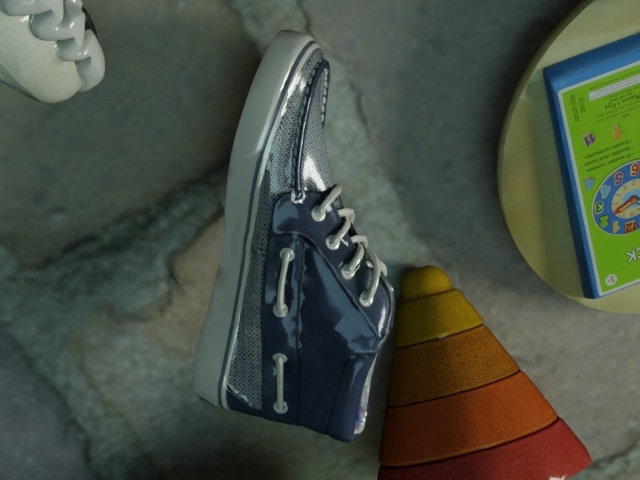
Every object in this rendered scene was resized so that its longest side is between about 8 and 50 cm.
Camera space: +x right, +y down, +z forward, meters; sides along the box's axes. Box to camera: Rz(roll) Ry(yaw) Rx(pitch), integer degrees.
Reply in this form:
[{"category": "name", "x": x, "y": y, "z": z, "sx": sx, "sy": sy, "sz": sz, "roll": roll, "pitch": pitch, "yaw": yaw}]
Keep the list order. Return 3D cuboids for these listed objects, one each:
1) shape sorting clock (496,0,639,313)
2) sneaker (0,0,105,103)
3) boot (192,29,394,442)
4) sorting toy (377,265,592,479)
[{"category": "shape sorting clock", "x": 0.187, "y": -0.053, "z": 0.709, "sx": 0.206, "sy": 0.040, "sz": 0.206, "roll": -6, "pitch": 116, "yaw": -13}, {"category": "sneaker", "x": -0.199, "y": -0.125, "z": 0.522, "sx": 0.118, "sy": 0.110, "sz": 0.292, "roll": -43, "pitch": 141, "yaw": 10}, {"category": "boot", "x": 0.000, "y": 0.000, "z": 0.658, "sx": 0.086, "sy": 0.069, "sz": 0.190, "roll": 15, "pitch": 108, "yaw": 13}, {"category": "sorting toy", "x": -0.050, "y": 0.106, "z": 0.723, "sx": 0.365, "sy": 0.127, "sz": 0.126, "roll": -15, "pitch": 89, "yaw": -2}]
